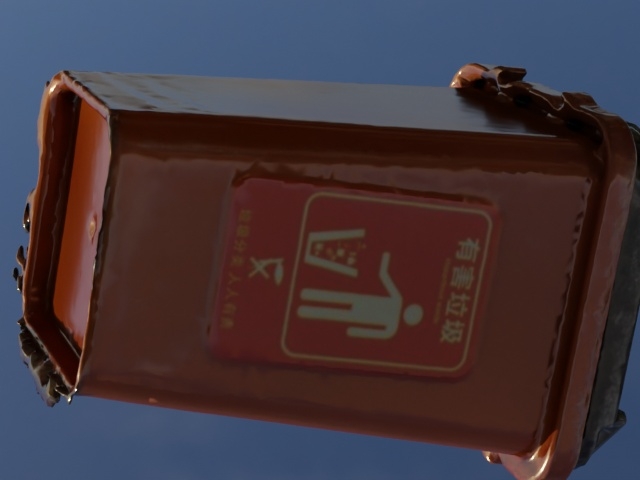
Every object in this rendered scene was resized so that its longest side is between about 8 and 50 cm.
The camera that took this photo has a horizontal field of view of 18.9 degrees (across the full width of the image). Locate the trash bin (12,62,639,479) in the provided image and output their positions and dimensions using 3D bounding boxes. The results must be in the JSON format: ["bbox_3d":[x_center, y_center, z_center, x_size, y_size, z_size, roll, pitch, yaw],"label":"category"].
[{"bbox_3d":[0.000,0.000,0.803,0.238,0.161,0.184,5,-167,-20],"label":"trash bin"}]
